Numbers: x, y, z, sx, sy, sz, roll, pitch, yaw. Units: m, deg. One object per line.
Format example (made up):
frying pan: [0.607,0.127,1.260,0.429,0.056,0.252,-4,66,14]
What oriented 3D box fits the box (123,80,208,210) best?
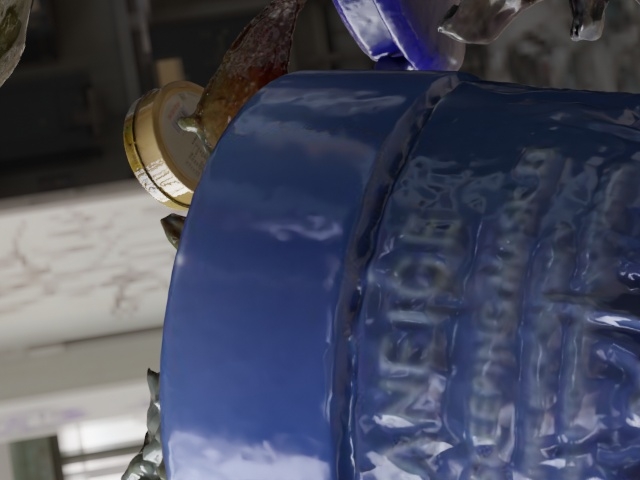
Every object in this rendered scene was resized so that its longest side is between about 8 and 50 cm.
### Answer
box: [-0.111,-0.077,1.492,0.105,0.037,0.105,25,-126,-40]

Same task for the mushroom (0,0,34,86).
mushroom: [-0.280,-0.206,1.354,0.344,0.130,0.247,97,180,-60]

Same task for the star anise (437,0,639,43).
star anise: [0.186,-0.206,1.110,0.212,0.283,0.129,37,163,47]

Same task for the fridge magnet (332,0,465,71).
fridge magnet: [0.071,-0.283,1.854,0.265,0.113,0.265,55,-157,-39]

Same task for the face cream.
face cream: [0.086,0.052,0.776,0.249,0.225,0.249,3,-90,-66]

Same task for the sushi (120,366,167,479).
sushi: [-0.033,0.225,1.117,0.211,0.171,0.350,-143,59,-67]

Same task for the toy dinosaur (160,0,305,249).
toy dinosaur: [0.010,0.004,1.328,0.327,0.206,0.113,50,-154,-3]
